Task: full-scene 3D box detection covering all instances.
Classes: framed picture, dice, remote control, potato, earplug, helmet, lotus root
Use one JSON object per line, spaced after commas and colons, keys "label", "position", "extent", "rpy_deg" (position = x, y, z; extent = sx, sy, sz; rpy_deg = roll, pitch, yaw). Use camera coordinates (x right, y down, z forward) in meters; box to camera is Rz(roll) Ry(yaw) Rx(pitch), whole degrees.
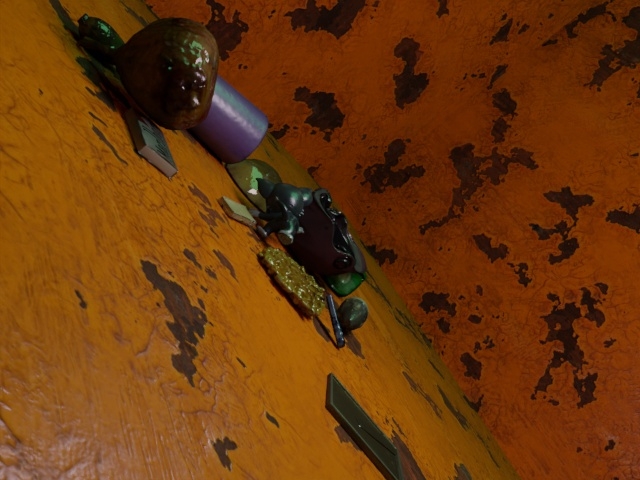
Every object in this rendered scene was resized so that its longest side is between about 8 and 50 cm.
{"label": "framed picture", "position": [0.103, 0.436, 1.549], "extent": [0.265, 0.018, 0.192], "rpy_deg": [50, 8, -6]}
{"label": "dice", "position": [0.082, 0.118, 2.426], "extent": [0.131, 0.128, 0.120], "rpy_deg": [49, 7, -10]}
{"label": "remote control", "position": [0.042, 0.229, 1.902], "extent": [0.043, 0.027, 0.152], "rpy_deg": [63, 11, -77]}
{"label": "potato", "position": [-0.199, -0.195, 2.331], "extent": [0.239, 0.116, 0.299], "rpy_deg": [60, 12, 24]}
{"label": "earplug", "position": [-0.385, -0.449, 2.119], "extent": [0.456, 0.215, 0.215], "rpy_deg": [40, 14, -39]}
{"label": "helmet", "position": [0.000, 0.000, 2.256], "extent": [0.338, 0.197, 0.271], "rpy_deg": [58, 13, -35]}
{"label": "lotus root", "position": [-0.574, -0.525, 1.779], "extent": [0.089, 0.080, 0.179], "rpy_deg": [30, -13, 39]}

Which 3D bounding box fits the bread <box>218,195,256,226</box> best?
{"label": "bread", "position": [-0.235, -0.081, 1.904], "extent": [0.068, 0.028, 0.154], "rpy_deg": [54, 9, 18]}

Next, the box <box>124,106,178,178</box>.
{"label": "box", "position": [-0.406, -0.236, 1.612], "extent": [0.115, 0.036, 0.177], "rpy_deg": [42, 13, -46]}

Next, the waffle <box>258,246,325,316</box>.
{"label": "waffle", "position": [-0.073, 0.110, 1.859], "extent": [0.237, 0.059, 0.243], "rpy_deg": [51, 9, 1]}

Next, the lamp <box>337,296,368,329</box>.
{"label": "lamp", "position": [0.102, 0.233, 2.144], "extent": [0.101, 0.101, 0.250], "rpy_deg": [52, 15, 0]}

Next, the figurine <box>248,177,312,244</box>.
{"label": "figurine", "position": [-0.127, -0.089, 2.035], "extent": [0.193, 0.140, 0.265], "rpy_deg": [11, 21, -4]}

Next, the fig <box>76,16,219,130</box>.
{"label": "fig", "position": [-0.443, -0.437, 1.711], "extent": [0.369, 0.286, 0.286], "rpy_deg": [14, 6, 5]}
